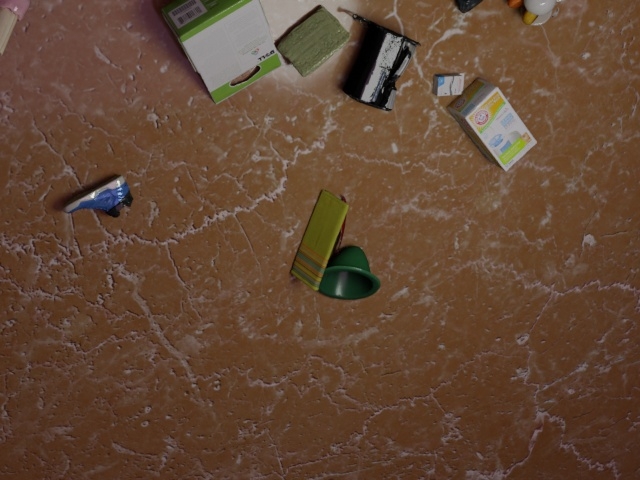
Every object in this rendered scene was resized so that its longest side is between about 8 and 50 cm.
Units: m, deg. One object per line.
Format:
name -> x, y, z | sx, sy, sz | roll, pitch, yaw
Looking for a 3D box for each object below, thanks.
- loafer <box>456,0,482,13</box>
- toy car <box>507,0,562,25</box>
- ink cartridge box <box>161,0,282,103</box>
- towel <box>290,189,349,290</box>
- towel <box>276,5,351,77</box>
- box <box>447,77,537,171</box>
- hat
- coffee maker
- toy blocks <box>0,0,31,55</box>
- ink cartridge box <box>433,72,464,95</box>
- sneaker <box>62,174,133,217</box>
loafer -> 0.386, -0.606, 2.004 | 0.170, 0.062, 0.061 | -38, 159, -8
toy car -> 0.522, -0.609, 2.009 | 0.136, 0.159, 0.182 | 43, 96, 7
ink cartridge box -> -0.208, -0.439, 1.846 | 0.188, 0.097, 0.255 | -32, 154, -4
towel -> 0.000, 0.000, 2.109 | 0.021, 0.102, 0.237 | 3, 114, -46
towel -> -0.014, -0.448, 1.911 | 0.148, 0.027, 0.110 | -41, 81, 0
box -> 0.430, -0.291, 2.127 | 0.114, 0.103, 0.203 | -43, 120, 2
hat -> 0.078, 0.030, 2.192 | 0.173, 0.184, 0.208 | 17, 148, -18
coffee maker -> 0.121, -0.410, 1.970 | 0.171, 0.120, 0.178 | 23, 104, -2
toy blocks -> -0.724, -0.501, 1.583 | 0.288, 0.309, 0.260 | 29, 68, -40
ink cartridge box -> 0.322, -0.385, 2.088 | 0.083, 0.028, 0.048 | -8, 116, -17
sneaker -> -0.498, -0.078, 1.915 | 0.152, 0.058, 0.085 | -30, 111, -12
